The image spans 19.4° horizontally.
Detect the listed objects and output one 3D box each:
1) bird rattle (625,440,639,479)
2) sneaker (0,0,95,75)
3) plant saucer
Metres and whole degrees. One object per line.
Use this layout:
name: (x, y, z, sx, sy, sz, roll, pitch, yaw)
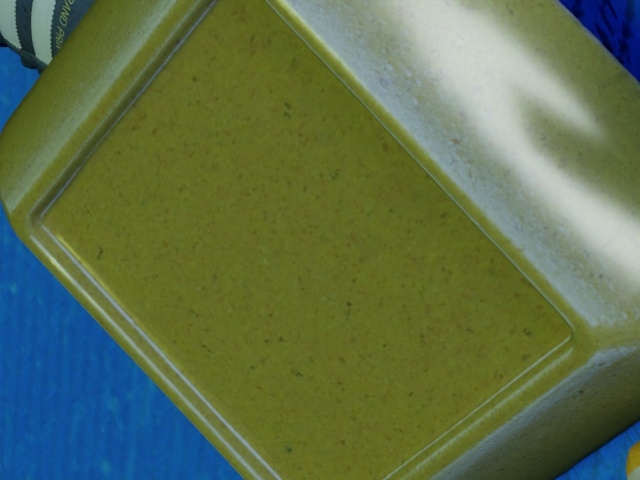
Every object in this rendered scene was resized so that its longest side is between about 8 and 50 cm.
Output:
bird rattle: (0.209, 0.179, 0.791, 0.207, 0.143, 0.253, 21, 129, 55)
sneaker: (-0.129, -0.120, 1.042, 0.350, 0.131, 0.148, -4, 102, 51)
plant saucer: (0.000, 0.000, 0.885, 0.333, 0.081, 0.333, 46, 134, 1)
